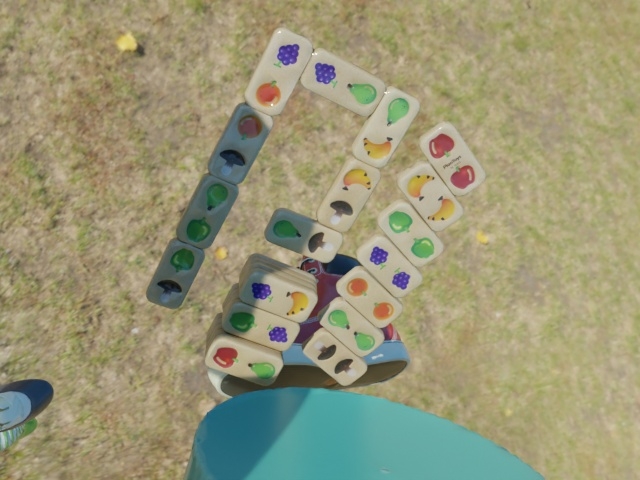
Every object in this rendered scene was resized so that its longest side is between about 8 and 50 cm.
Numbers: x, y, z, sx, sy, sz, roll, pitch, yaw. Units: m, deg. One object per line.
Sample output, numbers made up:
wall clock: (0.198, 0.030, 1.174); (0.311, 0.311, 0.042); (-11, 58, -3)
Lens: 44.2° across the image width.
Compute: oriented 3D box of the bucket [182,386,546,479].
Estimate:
bucket: (0.022, 0.225, 0.498); (0.281, 0.281, 0.183); (4, 104, -41)

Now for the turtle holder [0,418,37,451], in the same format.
turtle holder: (-0.690, 0.330, 1.356); (0.320, 0.227, 0.243); (-36, 103, -8)

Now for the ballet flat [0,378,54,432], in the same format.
ballet flat: (-0.481, 0.254, 1.130); (0.203, 0.074, 0.074); (-13, 78, -28)

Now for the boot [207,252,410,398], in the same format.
boot: (-0.032, 0.084, 0.889); (0.244, 0.088, 0.176); (-1, 53, -35)

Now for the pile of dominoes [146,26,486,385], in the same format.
pile of dominoes: (0.000, 0.000, 0.584); (0.196, 0.251, 0.040); (23, 23, -18)
